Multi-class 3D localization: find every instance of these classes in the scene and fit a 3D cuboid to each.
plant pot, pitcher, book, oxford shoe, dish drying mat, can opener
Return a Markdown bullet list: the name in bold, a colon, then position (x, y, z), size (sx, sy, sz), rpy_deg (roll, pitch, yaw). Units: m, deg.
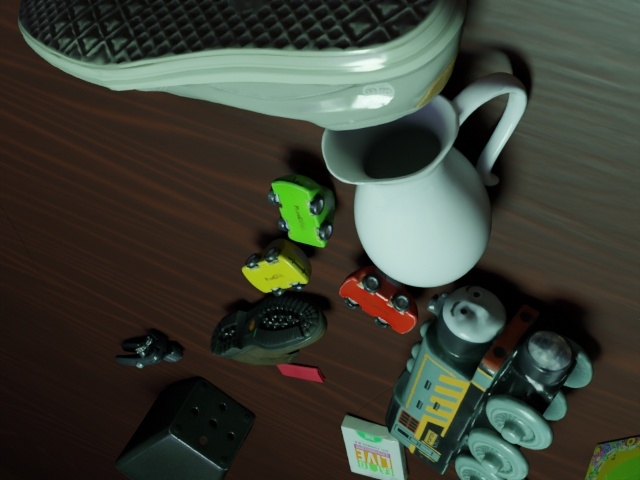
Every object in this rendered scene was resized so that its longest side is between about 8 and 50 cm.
- **plant pot**: position (-0.228, 0.365, 1.574), size (0.188, 0.187, 0.167), rpy_deg (38, 136, -8)
- **pitcher**: position (0.109, -0.052, 0.773), size (0.178, 0.125, 0.207), rpy_deg (-25, 146, 3)
- **book**: position (0.091, 0.341, 1.399), size (0.096, 0.035, 0.144), rpy_deg (12, 142, 22)
- **oxford shoe**: position (-0.081, -0.179, 0.736), size (0.449, 0.169, 0.130), rpy_deg (12, 164, 29)
- **oxford shoe**: position (-0.054, 0.130, 1.208), size (0.096, 0.082, 0.227), rpy_deg (28, 154, -30)
- **dish drying mat**: position (-0.032, 0.203, 1.335), size (0.083, 0.008, 0.032), rpy_deg (3, 137, 39)
- **can opener**: position (-0.319, 0.203, 1.532), size (0.186, 0.059, 0.073), rpy_deg (-13, 127, 48)

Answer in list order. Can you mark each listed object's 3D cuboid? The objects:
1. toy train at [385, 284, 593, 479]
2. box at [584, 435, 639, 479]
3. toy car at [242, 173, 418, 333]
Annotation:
- **toy train**: position (0.184, 0.182, 1.013), size (0.190, 0.142, 0.334), rpy_deg (33, 149, 17)
- **box**: position (0.410, 0.366, 0.912), size (0.177, 0.290, 0.279), rpy_deg (38, 147, -9)
- **toy car**: position (0.000, 0.000, 0.992), size (0.239, 0.053, 0.225), rpy_deg (14, 143, 26)
